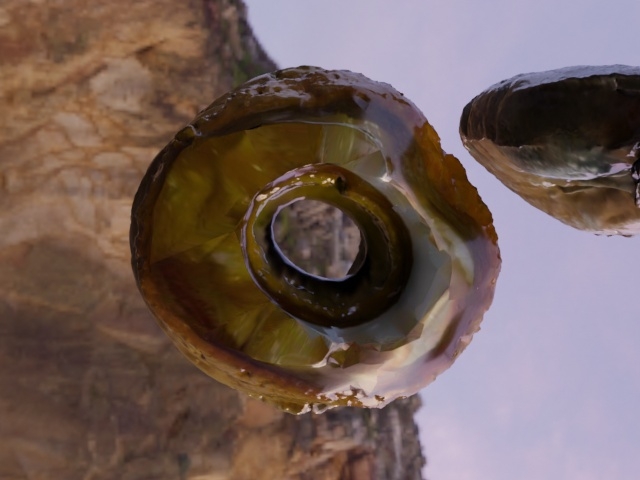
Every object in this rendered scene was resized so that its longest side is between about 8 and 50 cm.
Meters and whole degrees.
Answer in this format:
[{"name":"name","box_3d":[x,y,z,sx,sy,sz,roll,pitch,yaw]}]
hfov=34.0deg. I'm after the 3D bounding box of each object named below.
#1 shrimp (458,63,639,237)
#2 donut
[{"name":"shrimp","box_3d":[0.261,-0.071,0.914,0.110,0.221,0.445,-53,-168,-10]},{"name":"donut","box_3d":[0.000,0.000,0.915,0.160,0.330,0.330,177,-88,-77]}]
